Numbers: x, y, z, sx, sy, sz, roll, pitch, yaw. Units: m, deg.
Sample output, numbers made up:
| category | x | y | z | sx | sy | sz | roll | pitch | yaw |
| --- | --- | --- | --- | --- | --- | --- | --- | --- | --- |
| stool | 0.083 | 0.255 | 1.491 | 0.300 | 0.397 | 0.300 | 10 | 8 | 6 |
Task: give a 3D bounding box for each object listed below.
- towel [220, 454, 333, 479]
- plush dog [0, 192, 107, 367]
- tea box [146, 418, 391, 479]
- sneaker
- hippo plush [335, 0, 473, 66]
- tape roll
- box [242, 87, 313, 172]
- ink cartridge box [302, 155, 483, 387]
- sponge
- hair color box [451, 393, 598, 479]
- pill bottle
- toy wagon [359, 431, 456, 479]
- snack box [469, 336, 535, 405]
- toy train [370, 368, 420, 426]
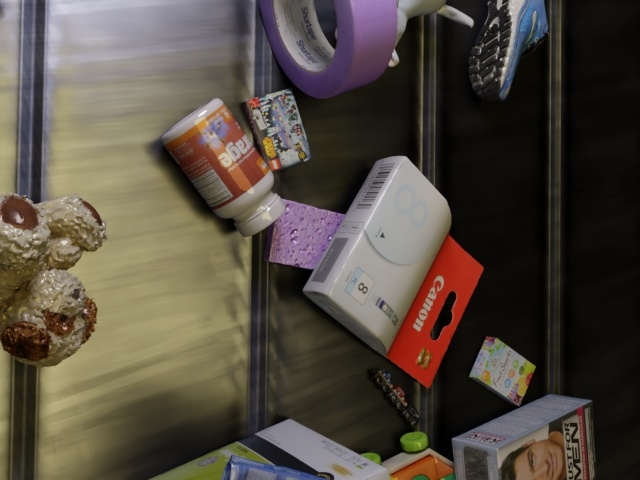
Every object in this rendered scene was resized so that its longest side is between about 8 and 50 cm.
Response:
| category | x | y | z | sx | sy | sz | roll | pitch | yaw |
| --- | --- | --- | --- | --- | --- | --- | --- | --- | --- |
| towel | -0.069 | 0.425 | 0.798 | 0.209 | 0.034 | 0.285 | 24 | 77 | -26 |
| plush dog | -0.409 | 0.070 | 0.904 | 0.210 | 0.262 | 0.225 | -23 | 91 | 6 |
| tea box | -0.091 | 0.461 | 0.990 | 0.323 | 0.329 | 0.220 | -15 | 96 | -27 |
| sneaker | 0.430 | -0.441 | 1.412 | 0.147 | 0.130 | 0.330 | 24 | 77 | -24 |
| hippo plush | 0.114 | -0.469 | 1.225 | 0.236 | 0.234 | 0.294 | -47 | 154 | -3 |
| tape roll | 0.006 | -0.383 | 1.088 | 0.090 | 0.275 | 0.275 | -24 | 101 | -27 |
| box | -0.076 | -0.198 | 1.181 | 0.094 | 0.027 | 0.137 | -23 | 100 | -27 |
| ink cartridge box | 0.184 | 0.075 | 1.265 | 0.385 | 0.091 | 0.308 | 40 | 68 | -28 |
| sponge | 0.000 | 0.000 | 1.218 | 0.210 | 0.031 | 0.117 | 12 | 84 | -29 |
| hair color box | 0.442 | 0.464 | 1.373 | 0.374 | 0.113 | 0.185 | -7 | 92 | -40 |
| pill bottle | -0.155 | -0.117 | 1.083 | 0.121 | 0.121 | 0.216 | -43 | 109 | -23 |
| toy wagon | 0.199 | 0.525 | 1.299 | 0.344 | 0.068 | 0.267 | -15 | 97 | -28 |
| snack box | 0.403 | 0.289 | 1.435 | 0.141 | 0.037 | 0.100 | 35 | 72 | -24 |
| toy train | 0.152 | 0.311 | 1.300 | 0.036 | 0.027 | 0.158 | -47 | 111 | -25 |
